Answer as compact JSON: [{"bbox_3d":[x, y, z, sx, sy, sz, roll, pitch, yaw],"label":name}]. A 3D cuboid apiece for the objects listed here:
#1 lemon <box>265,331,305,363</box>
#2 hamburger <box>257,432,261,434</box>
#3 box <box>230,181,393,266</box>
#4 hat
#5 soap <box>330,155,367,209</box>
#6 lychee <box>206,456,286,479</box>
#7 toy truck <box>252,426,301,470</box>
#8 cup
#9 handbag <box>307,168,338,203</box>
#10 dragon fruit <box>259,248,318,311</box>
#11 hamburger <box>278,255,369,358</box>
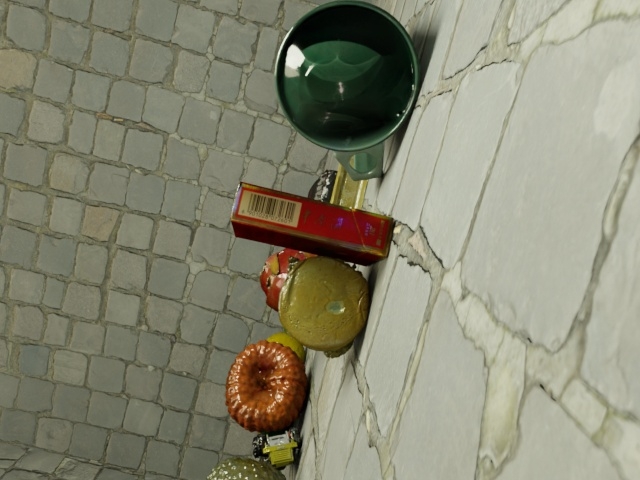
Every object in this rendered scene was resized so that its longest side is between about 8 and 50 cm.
[{"bbox_3d":[-0.143,0.436,1.993,0.206,0.173,0.174,88,-165,-79],"label":"lemon"},{"bbox_3d":[-0.181,0.652,2.097,0.131,0.124,0.262,112,171,-54],"label":"hamburger"},{"bbox_3d":[-0.023,-0.028,1.099,0.197,0.313,0.089,126,157,-78],"label":"box"},{"bbox_3d":[-0.140,0.528,1.749,0.400,0.285,0.285,65,-150,-52],"label":"hat"},{"bbox_3d":[0.094,-0.180,1.535,0.037,0.092,0.252,167,117,-80],"label":"soap"},{"bbox_3d":[-0.189,0.697,1.351,0.255,0.274,0.255,-48,-12,-13],"label":"lychee"},{"bbox_3d":[-0.134,0.636,1.578,0.286,0.136,0.111,111,151,-64],"label":"toy truck"},{"bbox_3d":[0.062,-0.374,1.285,0.392,0.310,0.401,-73,2,-64],"label":"cup"},{"bbox_3d":[0.034,-0.112,1.647,0.215,0.155,0.170,122,155,-80],"label":"handbag"},{"bbox_3d":[-0.051,0.124,1.509,0.315,0.250,0.250,119,165,-81],"label":"dragon fruit"},{"bbox_3d":[0.005,0.139,1.105,0.122,0.189,0.215,94,178,-76],"label":"hamburger"}]
